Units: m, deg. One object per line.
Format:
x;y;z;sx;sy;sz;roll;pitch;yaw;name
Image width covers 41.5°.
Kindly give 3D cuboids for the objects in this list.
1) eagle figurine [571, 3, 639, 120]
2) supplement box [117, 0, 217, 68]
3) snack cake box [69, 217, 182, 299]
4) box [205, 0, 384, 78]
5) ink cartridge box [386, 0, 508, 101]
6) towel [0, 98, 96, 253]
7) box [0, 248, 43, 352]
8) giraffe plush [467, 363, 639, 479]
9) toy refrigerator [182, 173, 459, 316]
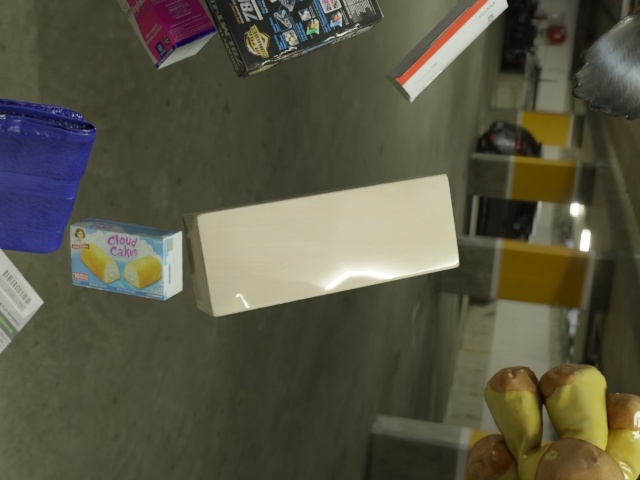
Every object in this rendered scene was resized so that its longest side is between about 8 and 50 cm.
0.356;-0.267;0.736;0.225;0.298;0.226;40;52;-26;eagle figurine
-0.326;-0.481;1.716;0.114;0.111;0.220;-32;95;-33;supplement box
-0.465;0.041;2.021;0.089;0.264;0.152;-34;128;-64;snack cake box
-0.072;-0.484;1.541;0.295;0.293;0.073;66;-18;-5;box
0.179;-0.271;1.155;0.189;0.066;0.232;-44;-167;8;ink cartridge box
-0.533;-0.110;1.459;0.308;0.227;0.076;-60;-147;38;towel
-0.383;0.078;0.844;0.145;0.038;0.186;61;42;-33;box
0.210;0.221;0.734;0.170;0.181;0.210;0;87;-72;giraffe plush
0.000;0.000;0.886;0.094;0.269;0.102;-173;-107;-70;toy refrigerator
